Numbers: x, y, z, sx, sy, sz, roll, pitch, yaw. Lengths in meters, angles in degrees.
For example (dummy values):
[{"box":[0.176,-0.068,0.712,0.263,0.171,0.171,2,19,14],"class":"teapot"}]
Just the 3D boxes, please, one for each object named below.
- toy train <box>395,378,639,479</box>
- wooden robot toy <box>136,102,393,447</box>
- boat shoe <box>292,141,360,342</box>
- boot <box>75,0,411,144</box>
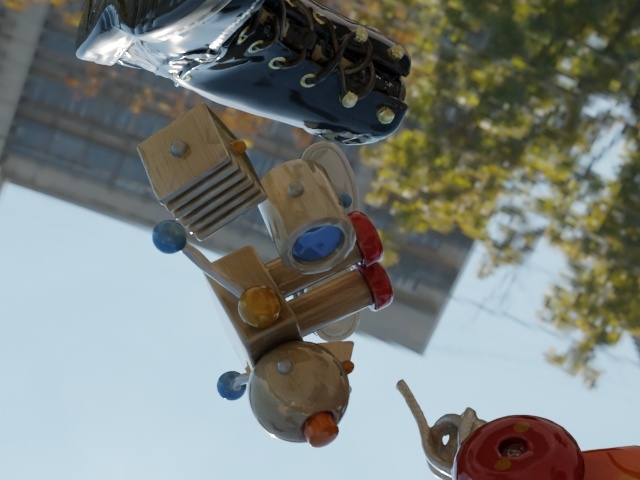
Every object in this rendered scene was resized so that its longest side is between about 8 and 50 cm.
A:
[{"box":[0.121,0.089,0.474,0.143,0.105,0.248,-19,-149,-2],"class":"toy train"},{"box":[-0.005,0.032,0.492,0.076,0.173,0.079,-22,-131,-5],"class":"wooden robot toy"},{"box":[0.000,0.000,0.876,0.046,0.125,0.038,-13,-167,-21],"class":"boat shoe"},{"box":[-0.020,-0.114,0.744,0.179,0.085,0.236,17,172,-23],"class":"boot"}]
